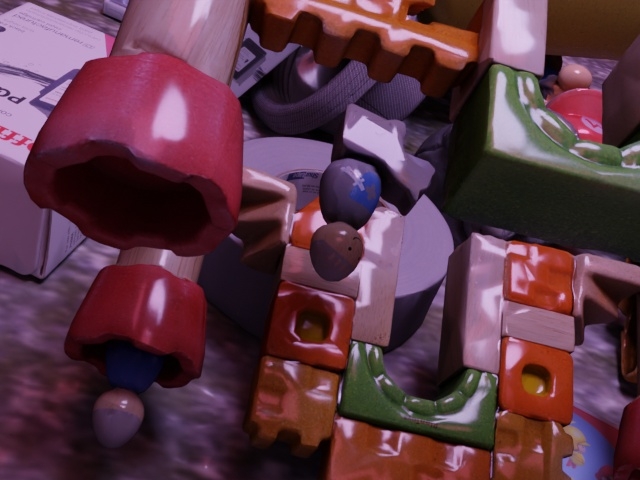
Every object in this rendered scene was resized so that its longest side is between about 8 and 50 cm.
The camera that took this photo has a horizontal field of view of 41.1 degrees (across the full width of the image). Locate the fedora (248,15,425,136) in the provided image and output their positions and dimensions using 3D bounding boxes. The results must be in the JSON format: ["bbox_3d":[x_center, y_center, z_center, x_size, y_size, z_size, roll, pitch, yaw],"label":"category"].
[{"bbox_3d":[0.038,-0.208,0.946,0.124,0.244,0.275,35,24,-35],"label":"fedora"}]

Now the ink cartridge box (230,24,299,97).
[{"bbox_3d":[-0.096,-0.216,0.936,0.060,0.180,0.104,41,20,-37],"label":"ink cartridge box"}]

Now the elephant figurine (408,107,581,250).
[{"bbox_3d":[0.225,-0.056,0.859,0.240,0.169,0.186,-7,62,-29],"label":"elephant figurine"}]

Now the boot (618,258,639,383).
[{"bbox_3d":[0.394,0.029,0.796,0.211,0.104,0.295,22,62,0],"label":"boot"}]

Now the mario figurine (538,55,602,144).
[{"bbox_3d":[0.278,-0.186,1.030,0.198,0.170,0.320,-26,30,9],"label":"mario figurine"}]

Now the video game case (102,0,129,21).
[{"bbox_3d":[-0.155,-0.292,1.095,0.173,0.022,0.190,25,35,6],"label":"video game case"}]

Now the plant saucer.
[{"bbox_3d":[0.230,-0.291,1.070,0.333,0.080,0.333,2,21,-16],"label":"plant saucer"}]

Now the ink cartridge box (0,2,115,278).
[{"bbox_3d":[-0.240,-0.095,0.713,0.172,0.100,0.237,23,34,5],"label":"ink cartridge box"}]

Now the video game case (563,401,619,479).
[{"bbox_3d":[0.154,0.205,0.573,0.204,0.025,0.285,28,35,11],"label":"video game case"}]

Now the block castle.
[{"bbox_3d":[0.088,0.035,0.474,0.454,0.303,0.212,14,63,-7],"label":"block castle"}]

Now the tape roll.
[{"bbox_3d":[0.000,0.000,0.733,0.219,0.072,0.219,13,36,-10],"label":"tape roll"}]
